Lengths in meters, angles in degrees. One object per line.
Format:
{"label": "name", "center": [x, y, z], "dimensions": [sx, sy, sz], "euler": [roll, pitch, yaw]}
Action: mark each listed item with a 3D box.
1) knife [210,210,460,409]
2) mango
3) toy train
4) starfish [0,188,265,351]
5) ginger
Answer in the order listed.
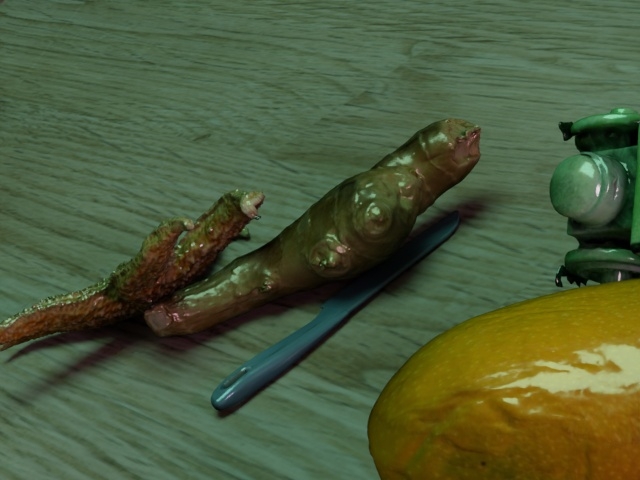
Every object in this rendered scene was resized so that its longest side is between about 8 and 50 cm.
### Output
{"label": "knife", "center": [0.018, 0.055, 1.666], "dimensions": [0.313, 0.019, 0.044], "euler": [-36, 25, -30]}
{"label": "mango", "center": [0.201, 0.108, 1.259], "dimensions": [0.359, 0.144, 0.187], "euler": [-10, 38, 14]}
{"label": "toy train", "center": [0.278, -0.017, 1.351], "dimensions": [0.188, 0.243, 0.132], "euler": [-5, 73, 42]}
{"label": "starfish", "center": [-0.169, 0.039, 1.750], "dimensions": [0.302, 0.060, 0.299], "euler": [-28, -1, 6]}
{"label": "ginger", "center": [0.000, 0.000, 1.703], "dimensions": [0.334, 0.081, 0.148], "euler": [-31, 19, 11]}
